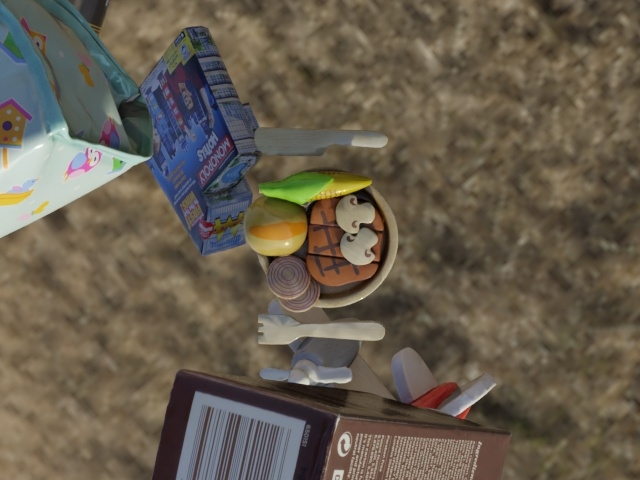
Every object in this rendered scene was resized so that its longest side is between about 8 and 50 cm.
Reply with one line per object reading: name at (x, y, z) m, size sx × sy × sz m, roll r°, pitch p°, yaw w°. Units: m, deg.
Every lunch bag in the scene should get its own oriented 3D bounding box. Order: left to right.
lunch bag at (-0.256, -0.075, 1.257) m, size 0.160 × 0.223 × 0.262 m, roll 63°, pitch -171°, yaw 6°

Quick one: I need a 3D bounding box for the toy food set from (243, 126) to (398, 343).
toy food set at (0.000, 0.000, 1.474) m, size 0.038 × 0.132 × 0.192 m, roll -70°, pitch -21°, yaw -77°

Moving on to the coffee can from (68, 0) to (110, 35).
coffee can at (-0.379, -0.278, 2.181) m, size 0.202 × 0.275 × 0.201 m, roll 18°, pitch -176°, yaw -1°

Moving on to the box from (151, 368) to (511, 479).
box at (0.019, 0.224, 1.722) m, size 0.191 × 0.143 × 0.381 m, roll 12°, pitch 180°, yaw 32°

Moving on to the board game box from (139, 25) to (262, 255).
board game box at (-0.118, -0.095, 1.781) m, size 0.194 × 0.060 × 0.194 m, roll -42°, pitch 69°, yaw 55°

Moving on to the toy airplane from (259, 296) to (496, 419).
toy airplane at (0.095, 0.276, 2.174) m, size 0.386 × 0.384 × 0.272 m, roll 14°, pitch 158°, yaw -19°
